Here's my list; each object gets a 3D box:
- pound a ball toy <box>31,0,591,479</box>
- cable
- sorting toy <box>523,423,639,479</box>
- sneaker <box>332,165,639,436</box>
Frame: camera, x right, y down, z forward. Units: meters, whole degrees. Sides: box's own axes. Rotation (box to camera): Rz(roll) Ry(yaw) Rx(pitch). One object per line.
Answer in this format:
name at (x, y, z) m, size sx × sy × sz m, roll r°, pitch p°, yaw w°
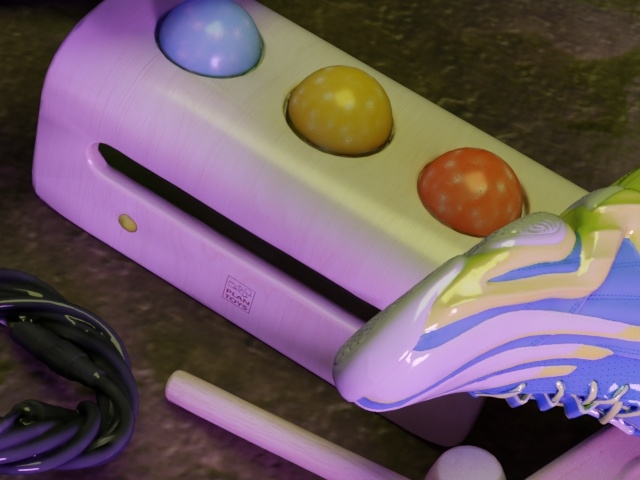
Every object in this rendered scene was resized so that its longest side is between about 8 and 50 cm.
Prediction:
pound a ball toy at (0.000, 0.000, 0.953) m, size 0.319 × 0.135 × 0.208 m, roll 31°, pitch 46°, yaw 14°
cable at (-0.156, 0.064, 0.880) m, size 0.151 × 0.047 × 0.184 m, roll 23°, pitch 18°, yaw -15°
sorting toy at (0.152, 0.185, 0.862) m, size 0.208 × 0.038 × 0.193 m, roll -26°, pitch 80°, yaw -40°
sneaker at (0.123, 0.046, 0.848) m, size 0.240 × 0.091 × 0.126 m, roll -26°, pitch 82°, yaw -30°
